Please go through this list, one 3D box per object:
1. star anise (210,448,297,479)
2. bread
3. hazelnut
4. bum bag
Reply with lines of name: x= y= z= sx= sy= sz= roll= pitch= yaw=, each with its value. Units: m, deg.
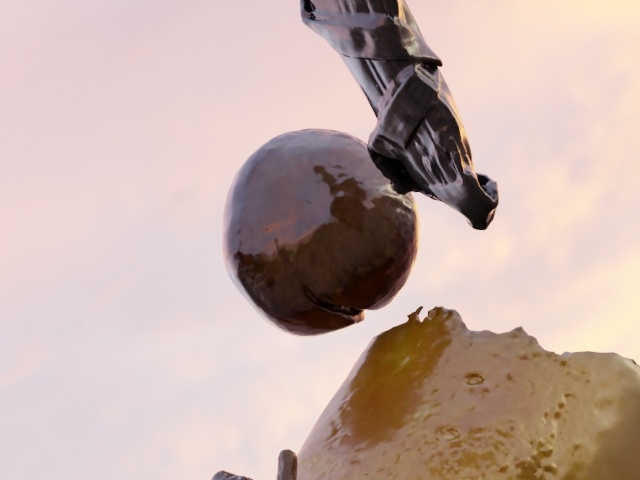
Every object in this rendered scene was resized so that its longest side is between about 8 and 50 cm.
star anise: x=-0.037 y=0.221 z=1.095 sx=0.196 sy=0.212 sz=0.111 roll=-29 pitch=-34 yaw=-26
bread: x=0.129 y=0.249 z=1.682 sx=0.394 sy=0.361 sz=0.250 roll=-53 pitch=-41 yaw=-43
hazelnut: x=0.000 y=0.000 z=1.800 sx=0.208 sy=0.208 sz=0.208 roll=-32 pitch=-15 yaw=-9
bum bag: x=0.050 y=-0.149 z=1.550 sx=0.079 sy=0.326 sz=0.142 roll=-27 pitch=5 yaw=-19
